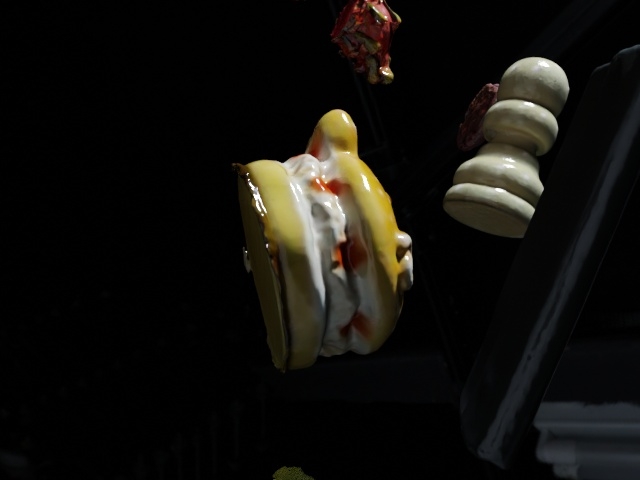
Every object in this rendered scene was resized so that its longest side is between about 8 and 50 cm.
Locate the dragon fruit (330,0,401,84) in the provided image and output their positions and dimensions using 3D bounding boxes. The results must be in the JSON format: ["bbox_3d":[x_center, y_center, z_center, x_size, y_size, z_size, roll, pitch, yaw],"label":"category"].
[{"bbox_3d":[0.093,-0.410,1.450,0.208,0.150,0.133,67,-13,1],"label":"dragon fruit"}]

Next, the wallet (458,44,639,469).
[{"bbox_3d":[0.242,0.014,0.737,0.062,0.228,0.406,21,-82,8],"label":"wallet"}]

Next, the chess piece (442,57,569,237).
[{"bbox_3d":[0.334,-0.167,1.220,0.167,0.167,0.300,14,-104,39],"label":"chess piece"}]

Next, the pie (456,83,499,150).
[{"bbox_3d":[0.314,-0.239,1.391,0.038,0.153,0.153,24,-48,-10],"label":"pie"}]

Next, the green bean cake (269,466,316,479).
[{"bbox_3d":[-0.111,0.484,1.001,0.202,0.285,0.310,25,-61,53],"label":"green bean cake"}]

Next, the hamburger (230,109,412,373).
[{"bbox_3d":[0.000,0.000,0.898,0.261,0.186,0.303,108,-35,-67],"label":"hamburger"}]
